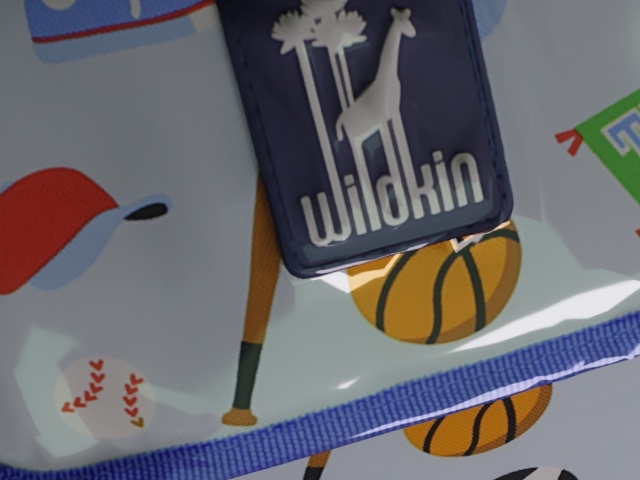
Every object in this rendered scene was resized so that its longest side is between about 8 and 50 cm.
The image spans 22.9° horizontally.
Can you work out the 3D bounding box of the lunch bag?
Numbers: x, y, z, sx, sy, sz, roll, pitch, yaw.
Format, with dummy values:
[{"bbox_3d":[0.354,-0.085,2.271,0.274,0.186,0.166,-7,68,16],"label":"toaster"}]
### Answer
[{"bbox_3d":[0.018,-0.021,0.561,0.328,0.239,0.385,-15,142,-1],"label":"lunch bag"}]
